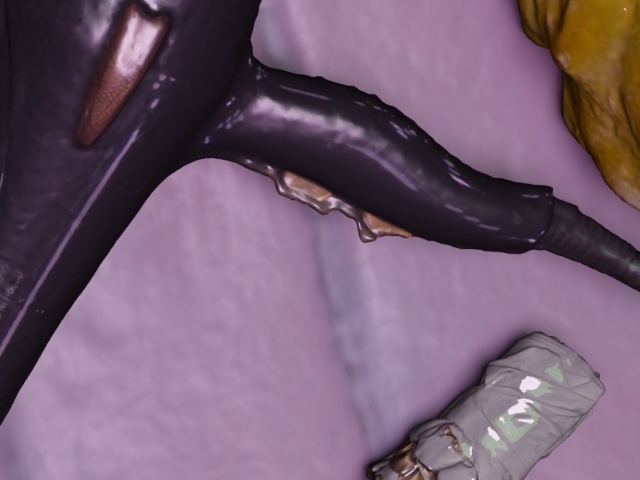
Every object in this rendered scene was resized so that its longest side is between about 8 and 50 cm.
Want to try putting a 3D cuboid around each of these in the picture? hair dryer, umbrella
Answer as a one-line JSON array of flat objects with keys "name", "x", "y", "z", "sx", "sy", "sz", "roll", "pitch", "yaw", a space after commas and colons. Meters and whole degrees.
[{"name": "hair dryer", "x": 0.000, "y": 0.000, "z": 0.842, "sx": 0.359, "sy": 0.120, "sz": 0.303, "roll": 21, "pitch": 95, "yaw": -18}, {"name": "umbrella", "x": 0.067, "y": 0.102, "z": 0.901, "sx": 0.143, "sy": 0.062, "sz": 0.067, "roll": -49, "pitch": 136, "yaw": -10}]

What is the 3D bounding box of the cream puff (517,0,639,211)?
[{"name": "cream puff", "x": 0.228, "y": -0.117, "z": 0.869, "sx": 0.282, "sy": 0.185, "sz": 0.282, "roll": -1, "pitch": 96, "yaw": -14}]
